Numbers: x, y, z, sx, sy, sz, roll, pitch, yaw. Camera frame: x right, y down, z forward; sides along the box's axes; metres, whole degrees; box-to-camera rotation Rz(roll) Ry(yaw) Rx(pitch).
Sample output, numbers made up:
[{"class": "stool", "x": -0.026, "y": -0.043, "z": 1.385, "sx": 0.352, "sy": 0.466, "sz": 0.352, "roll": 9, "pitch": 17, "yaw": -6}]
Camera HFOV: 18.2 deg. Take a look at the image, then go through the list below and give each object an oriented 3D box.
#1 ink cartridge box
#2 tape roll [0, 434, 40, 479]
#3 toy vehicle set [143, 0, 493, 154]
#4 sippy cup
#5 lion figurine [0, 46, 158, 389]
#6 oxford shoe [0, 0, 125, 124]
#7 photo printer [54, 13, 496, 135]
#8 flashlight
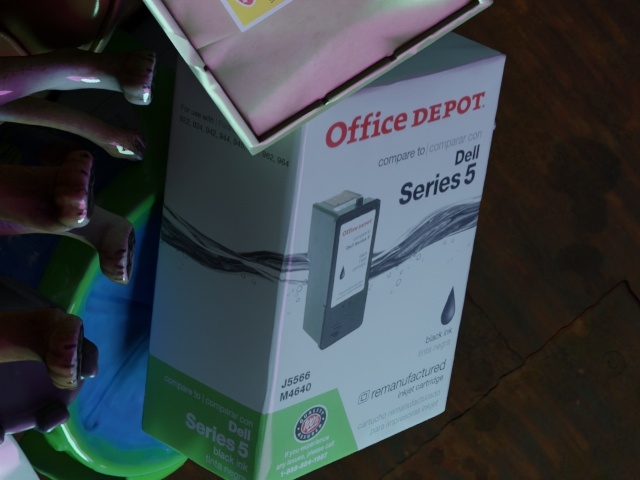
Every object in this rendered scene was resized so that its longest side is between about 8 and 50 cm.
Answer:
[{"class": "ink cartridge box", "x": 0.000, "y": 0.000, "z": 1.302, "sx": 0.198, "sy": 0.114, "sz": 0.273, "roll": -18, "pitch": 124, "yaw": -45}, {"class": "tape roll", "x": -0.330, "y": 0.129, "z": 1.370, "sx": 0.169, "sy": 0.246, "sz": 0.246, "roll": -39, "pitch": 179, "yaw": -15}, {"class": "toy vehicle set", "x": -0.018, "y": -0.164, "z": 1.042, "sx": 0.166, "sy": 0.035, "sz": 0.267, "roll": -32, "pitch": 146, "yaw": 1}, {"class": "sippy cup", "x": -0.169, "y": 0.013, "z": 1.392, "sx": 0.240, "sy": 0.224, "sz": 0.305, "roll": 30, "pitch": 88, "yaw": -55}, {"class": "lion figurine", "x": -0.215, "y": -0.023, "z": 0.952, "sx": 0.240, "sy": 0.142, "sz": 0.392, "roll": 5, "pitch": -170, "yaw": 2}, {"class": "oxford shoe", "x": -0.176, "y": -0.113, "z": 1.095, "sx": 0.076, "sy": 0.076, "sz": 0.212, "roll": -22, "pitch": 166, "yaw": -48}, {"class": "photo printer", "x": -0.053, "y": -0.085, "z": 1.546, "sx": 0.307, "sy": 0.256, "sz": 0.107, "roll": -39, "pitch": 152, "yaw": 6}, {"class": "flashlight", "x": -0.224, "y": 0.035, "z": 1.124, "sx": 0.103, "sy": 0.103, "sz": 0.304, "roll": -54, "pitch": -145, "yaw": -12}]
